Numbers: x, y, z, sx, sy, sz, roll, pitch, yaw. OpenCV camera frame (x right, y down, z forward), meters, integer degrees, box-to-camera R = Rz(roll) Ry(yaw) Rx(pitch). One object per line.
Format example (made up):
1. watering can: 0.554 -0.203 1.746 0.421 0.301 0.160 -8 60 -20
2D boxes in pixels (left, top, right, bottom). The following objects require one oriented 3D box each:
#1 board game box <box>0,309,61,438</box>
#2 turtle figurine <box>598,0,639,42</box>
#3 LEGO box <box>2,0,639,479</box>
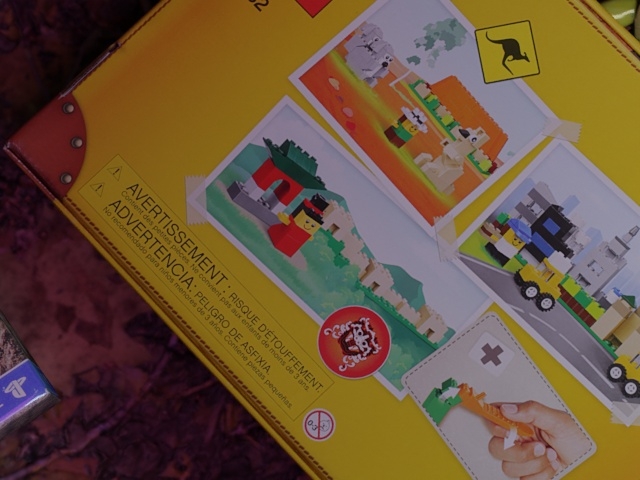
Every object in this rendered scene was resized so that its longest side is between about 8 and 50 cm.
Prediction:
1. board game box: -0.360 0.056 1.374 0.232 0.141 0.291 -35 87 -8
2. turtle figurine: 0.280 -0.183 1.616 0.217 0.087 0.269 -35 139 5
3. LEGO box: 0.082 -0.005 1.424 0.372 0.193 0.500 -43 82 -4
